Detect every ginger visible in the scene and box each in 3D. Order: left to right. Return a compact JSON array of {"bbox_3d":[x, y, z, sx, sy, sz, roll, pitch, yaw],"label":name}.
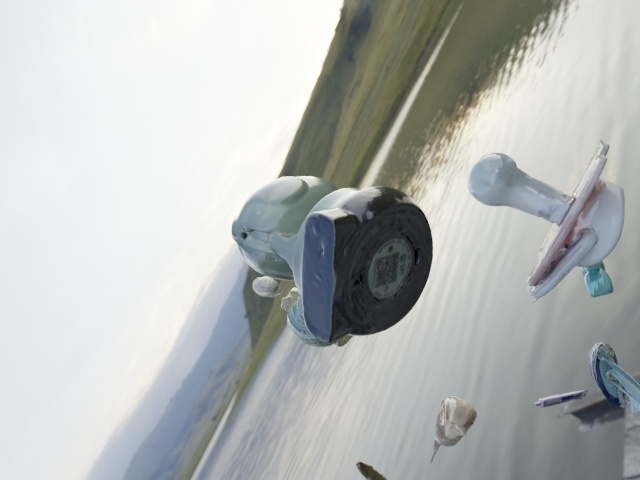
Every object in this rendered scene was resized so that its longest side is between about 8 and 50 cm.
[{"bbox_3d":[-0.001,0.232,1.691,0.109,0.263,0.116,-61,-24,1],"label":"ginger"}]

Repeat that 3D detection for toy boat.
[{"bbox_3d":[0.782,0.386,1.365,0.067,0.220,0.291,-24,19,4],"label":"toy boat"}]

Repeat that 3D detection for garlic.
[{"bbox_3d":[0.321,0.467,1.342,0.128,0.091,0.198,-54,-13,-36],"label":"garlic"}]

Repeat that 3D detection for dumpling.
[{"bbox_3d":[-0.136,0.120,1.341,0.059,0.077,0.043,-40,-9,-41],"label":"dumpling"}]

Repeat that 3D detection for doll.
[{"bbox_3d":[0.632,0.049,1.258,0.059,0.158,0.159,-17,13,25],"label":"doll"}]

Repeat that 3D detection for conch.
[{"bbox_3d":[0.014,0.210,1.410,0.172,0.200,0.131,-50,29,0],"label":"conch"}]

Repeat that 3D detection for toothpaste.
[{"bbox_3d":[0.749,0.492,1.674,0.028,0.170,0.045,-105,5,-47],"label":"toothpaste"}]

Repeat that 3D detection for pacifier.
[{"bbox_3d":[0.399,-0.056,0.913,0.221,0.273,0.332,-29,2,34],"label":"pacifier"}]

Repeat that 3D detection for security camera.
[{"bbox_3d":[0.000,0.000,0.763,0.191,0.277,0.196,-17,-63,-38],"label":"security camera"}]

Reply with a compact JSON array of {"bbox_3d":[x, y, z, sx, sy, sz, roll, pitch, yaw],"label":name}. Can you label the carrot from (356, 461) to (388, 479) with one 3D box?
[{"bbox_3d":[0.136,0.374,0.715,0.049,0.254,0.049,-43,10,10],"label":"carrot"}]
